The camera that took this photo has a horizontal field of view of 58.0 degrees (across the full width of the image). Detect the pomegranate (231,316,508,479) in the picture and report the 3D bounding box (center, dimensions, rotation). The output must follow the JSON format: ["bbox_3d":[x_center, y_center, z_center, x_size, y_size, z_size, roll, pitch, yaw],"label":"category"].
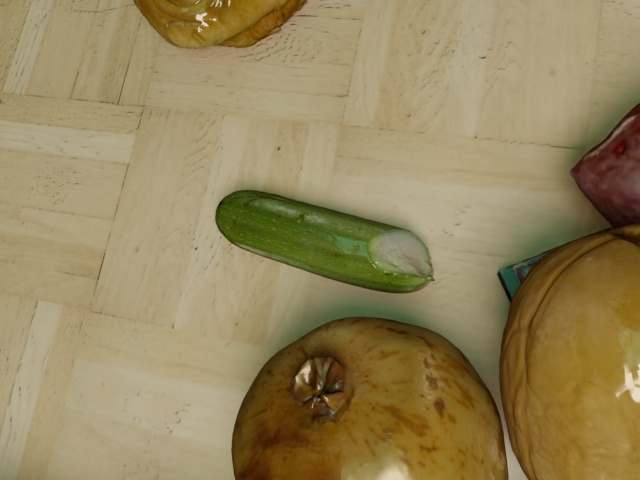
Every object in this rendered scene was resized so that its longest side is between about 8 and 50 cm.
[{"bbox_3d":[0.036,0.164,0.448,0.215,0.215,0.216,-3,77,13],"label":"pomegranate"}]

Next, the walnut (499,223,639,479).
[{"bbox_3d":[0.223,0.102,0.403,0.192,0.193,0.226,0,101,14],"label":"walnut"}]

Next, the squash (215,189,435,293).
[{"bbox_3d":[0.000,0.000,0.574,0.238,0.069,0.069,17,82,18],"label":"squash"}]

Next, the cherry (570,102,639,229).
[{"bbox_3d":[0.329,-0.054,0.448,0.249,0.192,0.175,0,39,24],"label":"cherry"}]

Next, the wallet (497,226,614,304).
[{"bbox_3d":[0.259,0.111,0.507,0.119,0.025,0.232,-23,74,7],"label":"wallet"}]

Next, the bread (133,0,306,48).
[{"bbox_3d":[-0.106,-0.325,0.648,0.236,0.120,0.198,-36,73,3],"label":"bread"}]
